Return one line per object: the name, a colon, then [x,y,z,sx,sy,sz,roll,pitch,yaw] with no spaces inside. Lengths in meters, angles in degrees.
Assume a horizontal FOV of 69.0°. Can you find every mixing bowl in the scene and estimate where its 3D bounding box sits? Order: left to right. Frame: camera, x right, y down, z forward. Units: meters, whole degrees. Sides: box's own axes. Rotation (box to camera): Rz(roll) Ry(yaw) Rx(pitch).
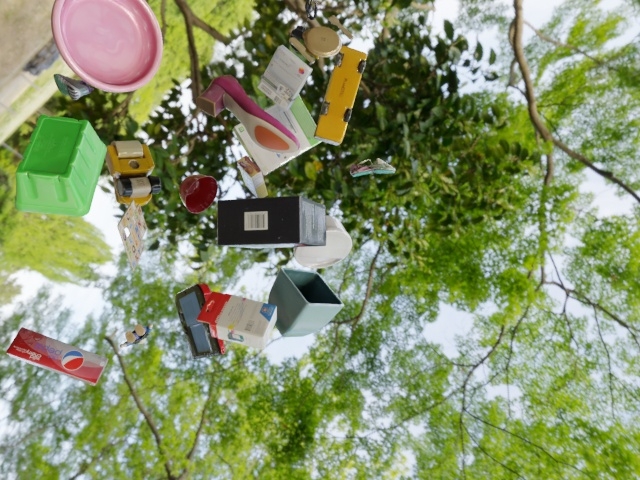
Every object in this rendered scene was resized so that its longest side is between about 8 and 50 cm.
mixing bowl: [-0.553,-0.223,2.056,0.098,0.181,0.181,34,-100,25]

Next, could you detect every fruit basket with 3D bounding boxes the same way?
fruit basket: [-0.980,-0.234,1.748,0.392,0.283,0.392,-175,-90,-77]

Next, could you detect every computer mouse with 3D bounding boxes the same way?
computer mouse: [-0.059,-0.832,1.796,0.041,0.071,0.242,-60,-175,-34]

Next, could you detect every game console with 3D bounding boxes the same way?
game console: [-0.583,0.391,2.217,0.386,0.060,0.342,-24,-102,53]

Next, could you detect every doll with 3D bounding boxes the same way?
doll: [-0.647,0.338,1.641,0.129,0.046,0.189,-37,175,-20]

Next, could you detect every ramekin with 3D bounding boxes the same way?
ramekin: [0.000,0.000,2.137,0.273,0.273,0.127,-34,-131,20]

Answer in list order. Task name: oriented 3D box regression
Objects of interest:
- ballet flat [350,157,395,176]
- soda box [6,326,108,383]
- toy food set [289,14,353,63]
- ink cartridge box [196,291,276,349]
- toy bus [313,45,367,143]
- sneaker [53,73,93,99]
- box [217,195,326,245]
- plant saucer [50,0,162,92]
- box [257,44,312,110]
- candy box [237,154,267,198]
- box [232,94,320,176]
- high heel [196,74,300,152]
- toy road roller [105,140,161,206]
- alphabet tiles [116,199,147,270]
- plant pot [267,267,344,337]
ballet flat: [0.255,-0.362,2.286,0.222,0.077,0.079,-5,-96,5]
soda box: [-0.792,0.356,1.413,0.092,0.263,0.083,-39,-151,57]
toy food set: [0.004,-0.642,1.511,0.192,0.132,0.038,-36,169,-19]
ink cartridge box: [-0.274,0.261,1.540,0.231,0.078,0.134,13,-135,9]
toy bus: [0.072,-0.530,1.719,0.130,0.108,0.332,-121,-133,-83]
sneaker: [-1.129,-0.707,2.129,0.224,0.083,0.098,36,-131,27]
box: [-0.182,-0.063,1.843,0.343,0.312,0.179,-1,-92,18]
plant saucer: [-0.661,-0.632,1.446,0.084,0.332,0.332,12,-117,42]
box: [-0.135,-0.602,1.731,0.186,0.145,0.038,-51,180,40]
candy box: [-0.284,-0.260,1.954,0.053,0.186,0.109,-36,-112,-15]
box: [-0.172,-0.444,1.958,0.322,0.232,0.058,-33,-169,-16]
high heel: [-0.204,-0.428,1.524,0.181,0.377,0.127,-57,177,-34]
toy road roller: [-0.988,-0.330,2.409,0.240,0.202,0.329,-34,-106,48]
alphabet tiles: [-0.710,-0.033,1.780,0.009,0.198,0.237,-5,-147,0]
plant pot: [-0.097,0.305,2.124,0.247,0.248,0.252,47,-66,37]
